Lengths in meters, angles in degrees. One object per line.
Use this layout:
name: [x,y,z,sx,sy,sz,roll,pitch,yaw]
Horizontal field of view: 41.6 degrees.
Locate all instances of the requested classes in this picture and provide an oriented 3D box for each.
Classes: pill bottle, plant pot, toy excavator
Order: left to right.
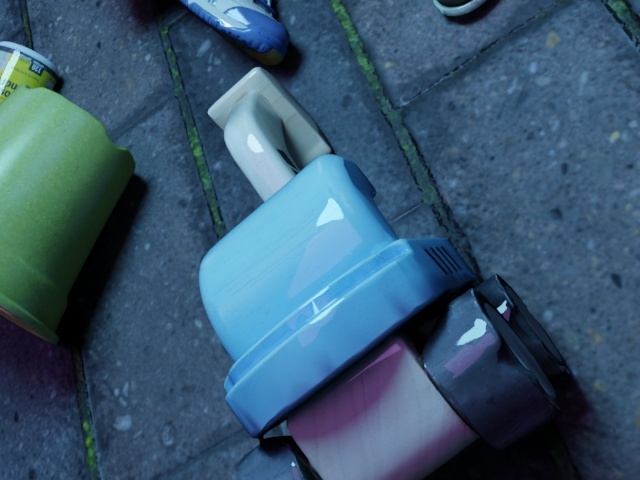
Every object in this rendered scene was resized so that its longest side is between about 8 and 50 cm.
pill bottle: [-0.480,-0.200,1.282,0.103,0.103,0.184,12,76,37]
plant pot: [-0.377,-0.047,1.065,0.276,0.276,0.253,18,68,38]
toy excavator: [0.000,0.000,0.769,0.222,0.433,0.445,-38,81,14]

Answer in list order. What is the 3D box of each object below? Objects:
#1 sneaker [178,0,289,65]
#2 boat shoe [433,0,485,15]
sneaker: [-0.116,-0.337,1.098,0.131,0.112,0.296,-48,52,5]
boat shoe: [0.183,-0.398,0.937,0.109,0.091,0.304,14,77,38]
